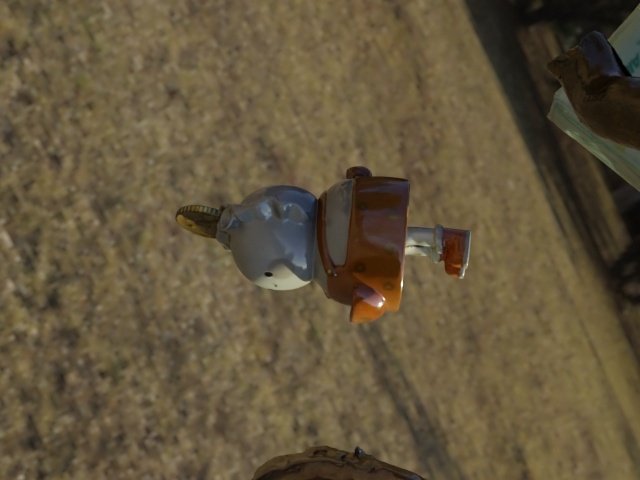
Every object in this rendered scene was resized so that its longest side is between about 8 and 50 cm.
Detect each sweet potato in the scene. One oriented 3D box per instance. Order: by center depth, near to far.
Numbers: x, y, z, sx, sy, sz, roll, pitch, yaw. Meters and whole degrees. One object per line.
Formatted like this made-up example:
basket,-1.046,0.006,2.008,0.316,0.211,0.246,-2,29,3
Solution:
sweet potato,0.355,-0.152,1.566,0.085,0.112,0.286,16,8,-39

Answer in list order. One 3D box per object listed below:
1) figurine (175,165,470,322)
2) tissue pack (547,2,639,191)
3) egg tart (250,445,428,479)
figurine,0.004,-0.008,1.346,0.271,0.143,0.143,20,16,7
tissue pack,0.530,-0.152,1.847,0.388,0.287,0.162,41,2,10
egg tart,0.002,0.331,1.075,0.150,0.352,0.352,-4,68,-50
